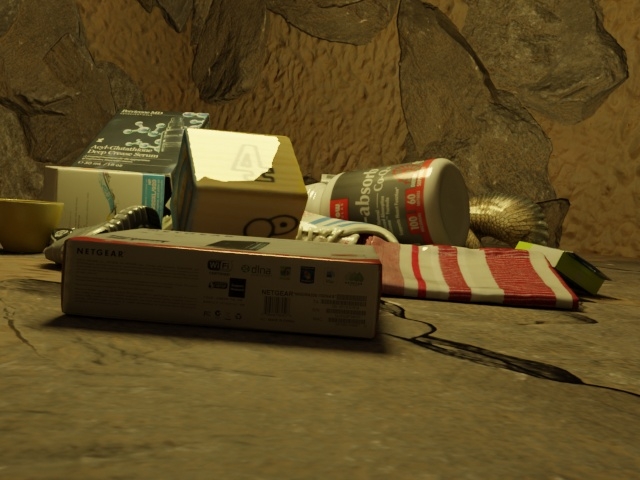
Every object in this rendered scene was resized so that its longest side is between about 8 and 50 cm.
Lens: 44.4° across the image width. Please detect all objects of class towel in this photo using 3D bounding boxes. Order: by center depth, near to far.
[{"bbox_3d":[0.235,0.051,1.301,0.329,0.037,0.237,4,16,2],"label":"towel"}]

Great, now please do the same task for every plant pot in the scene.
[{"bbox_3d":[-0.553,-0.027,1.471,0.134,0.095,0.134,4,4,0],"label":"plant pot"}]

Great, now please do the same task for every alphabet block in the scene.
[{"bbox_3d":[-0.152,-0.070,1.405,0.197,0.192,0.193,4,42,-20],"label":"alphabet block"}]

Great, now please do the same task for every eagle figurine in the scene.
[{"bbox_3d":[0.366,-0.022,1.873,0.225,0.226,0.298,25,-9,-19],"label":"eagle figurine"}]

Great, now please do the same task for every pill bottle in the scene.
[{"bbox_3d":[0.129,-0.057,1.744,0.363,0.210,0.210,-6,-3,31],"label":"pill bottle"}]

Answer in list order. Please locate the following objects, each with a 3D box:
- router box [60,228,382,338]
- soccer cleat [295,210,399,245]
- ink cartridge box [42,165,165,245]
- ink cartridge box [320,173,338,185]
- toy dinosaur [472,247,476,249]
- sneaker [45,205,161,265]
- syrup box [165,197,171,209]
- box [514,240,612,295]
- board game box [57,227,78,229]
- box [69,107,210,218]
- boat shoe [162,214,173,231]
[{"bbox_3d":[-0.100,0.042,0.959,0.336,0.082,0.301,4,3,1],"label":"router box"},{"bbox_3d":[0.000,0.000,1.551,0.331,0.116,0.143,4,3,-7],"label":"soccer cleat"},{"bbox_3d":[-0.484,-0.073,1.735,0.233,0.168,0.171,2,5,-28],"label":"ink cartridge box"},{"bbox_3d":[0.089,-0.064,2.166,0.189,0.232,0.066,5,26,3],"label":"ink cartridge box"},{"bbox_3d":[0.317,0.059,1.460,0.118,0.064,0.268,14,11,33],"label":"toy dinosaur"},{"bbox_3d":[-0.376,-0.008,1.324,0.132,0.086,0.229,0,12,21],"label":"sneaker"},{"bbox_3d":[-0.243,-0.059,1.736,0.093,0.096,0.237,36,-2,15],"label":"syrup box"},{"bbox_3d":[0.455,0.052,1.494,0.109,0.042,0.178,32,-3,-17],"label":"box"},{"bbox_3d":[-0.337,0.013,1.507,0.317,0.046,0.213,3,4,-23],"label":"board game box"},{"bbox_3d":[-0.508,-0.209,2.311,0.294,0.212,0.395,4,34,7],"label":"box"},{"bbox_3d":[-0.356,-0.012,1.856,0.079,0.084,0.233,42,-18,-18],"label":"boat shoe"}]
